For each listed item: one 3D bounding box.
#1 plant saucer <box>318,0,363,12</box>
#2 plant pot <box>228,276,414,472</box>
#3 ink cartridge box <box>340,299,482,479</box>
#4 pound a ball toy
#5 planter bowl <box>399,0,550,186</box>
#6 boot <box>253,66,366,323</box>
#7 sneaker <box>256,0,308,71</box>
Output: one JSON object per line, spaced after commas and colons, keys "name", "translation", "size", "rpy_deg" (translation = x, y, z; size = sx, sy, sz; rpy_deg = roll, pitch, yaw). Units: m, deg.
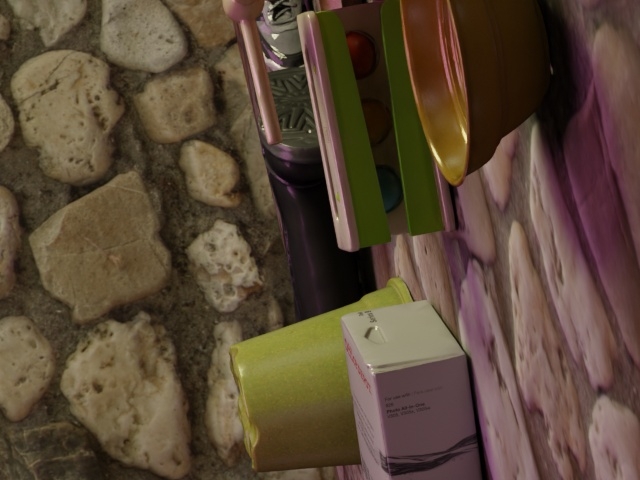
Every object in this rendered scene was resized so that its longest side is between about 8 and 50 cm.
{"name": "plant saucer", "translation": [0.028, -0.320, 2.219], "size": [0.198, 0.036, 0.198], "rpy_deg": [168, 90, -83]}
{"name": "plant pot", "translation": [0.012, 0.209, 2.292], "size": [0.276, 0.254, 0.276], "rpy_deg": [168, 90, -83]}
{"name": "ink cartridge box", "translation": [0.117, 0.244, 2.040], "size": [0.211, 0.122, 0.289], "rpy_deg": [-121, 21, -71]}
{"name": "pound a ball toy", "translation": [0.016, -0.149, 1.873], "size": [0.136, 0.208, 0.319], "rpy_deg": [-155, 53, -81]}
{"name": "planter bowl", "translation": [0.135, -0.159, 1.380], "size": [0.217, 0.090, 0.217], "rpy_deg": [169, 90, -84]}
{"name": "boot", "translation": [0.000, -0.001, 2.492], "size": [0.367, 0.146, 0.445], "rpy_deg": [-103, 6, -68]}
{"name": "sneaker", "translation": [-0.069, -0.397, 2.594], "size": [0.153, 0.101, 0.268], "rpy_deg": [88, 171, -67]}
